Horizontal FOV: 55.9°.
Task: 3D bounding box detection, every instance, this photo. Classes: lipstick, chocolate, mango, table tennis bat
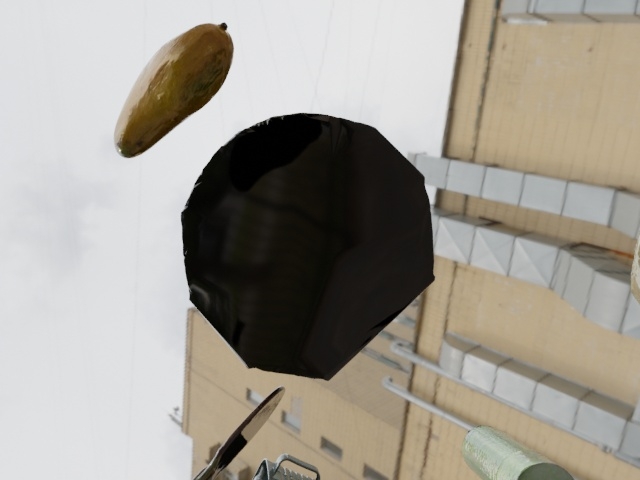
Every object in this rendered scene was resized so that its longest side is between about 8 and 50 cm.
[{"bbox_3d":[0.242,0.293,0.774,0.304,0.076,0.076,69,-134,-80],"label":"lipstick"},{"bbox_3d":[0.000,0.000,0.978,0.331,0.383,0.384,15,-86,-76],"label":"chocolate"},{"bbox_3d":[-0.168,-0.173,0.687,0.075,0.098,0.190,36,-70,-27],"label":"mango"},{"bbox_3d":[-0.138,0.306,0.847,0.274,0.021,0.154,-40,-17,-43],"label":"table tennis bat"}]

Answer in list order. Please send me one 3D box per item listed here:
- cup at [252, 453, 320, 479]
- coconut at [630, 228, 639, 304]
[{"bbox_3d":[-0.058,0.451,1.082,0.129,0.095,0.128,24,-84,-15],"label":"cup"},{"bbox_3d":[0.491,0.014,0.584,0.328,0.328,0.329,-21,-60,-42],"label":"coconut"}]
